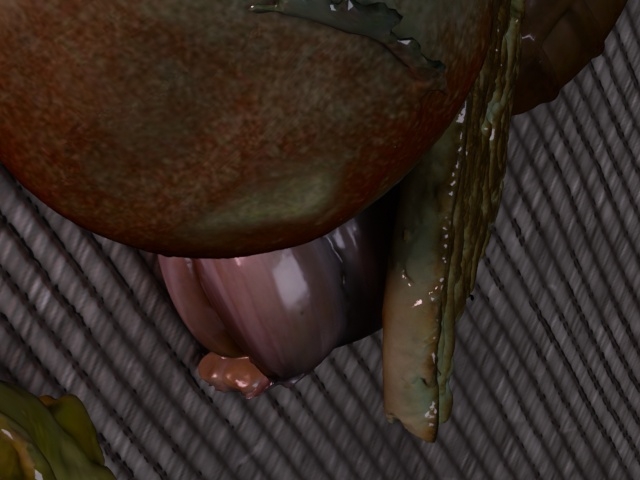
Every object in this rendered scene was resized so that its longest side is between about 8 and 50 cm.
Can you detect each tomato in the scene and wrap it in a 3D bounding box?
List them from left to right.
[{"bbox_3d":[-0.048,-0.145,0.705,0.303,0.239,0.303,24,55,-39],"label":"tomato"}]

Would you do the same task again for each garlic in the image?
[{"bbox_3d":[0.000,0.000,0.921,0.214,0.160,0.191,-24,120,-26],"label":"garlic"}]

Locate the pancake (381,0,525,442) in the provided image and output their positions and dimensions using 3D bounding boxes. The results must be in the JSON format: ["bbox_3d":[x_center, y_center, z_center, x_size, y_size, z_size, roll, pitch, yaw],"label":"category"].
[{"bbox_3d":[0.088,-0.061,0.861,0.197,0.054,0.376,42,59,-68],"label":"pancake"}]

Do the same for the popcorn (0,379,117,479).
[{"bbox_3d":[-0.234,0.177,0.751,0.250,0.242,0.235,31,85,-33],"label":"popcorn"}]

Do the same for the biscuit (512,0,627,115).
[{"bbox_3d":[0.102,-0.219,0.972,0.366,0.115,0.268,-14,109,-31],"label":"biscuit"}]
